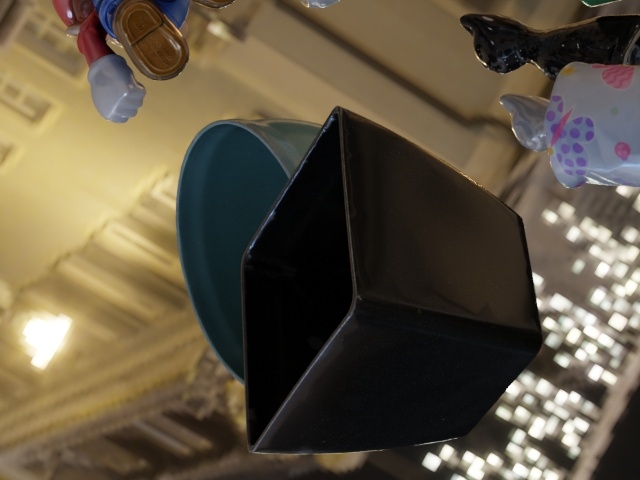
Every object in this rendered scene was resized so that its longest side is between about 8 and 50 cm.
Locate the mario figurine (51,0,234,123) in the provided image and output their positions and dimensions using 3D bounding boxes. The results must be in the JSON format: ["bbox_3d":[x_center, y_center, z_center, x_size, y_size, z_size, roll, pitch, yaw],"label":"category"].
[{"bbox_3d":[-0.155,-0.226,1.727,0.198,0.170,0.320,-19,-163,-14],"label":"mario figurine"}]

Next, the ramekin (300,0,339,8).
[{"bbox_3d":[-0.011,-0.373,2.068,0.109,0.207,0.207,-32,-166,-3],"label":"ramekin"}]

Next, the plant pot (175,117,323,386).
[{"bbox_3d":[0.000,0.000,1.866,0.293,0.196,0.293,29,-55,51],"label":"plant pot"}]

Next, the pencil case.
[{"bbox_3d":[0.327,-0.095,1.466,0.124,0.273,0.113,-14,105,-60],"label":"pencil case"}]

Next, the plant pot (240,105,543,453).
[{"bbox_3d":[0.055,0.044,1.270,0.188,0.167,0.187,122,-27,-43],"label":"plant pot"}]

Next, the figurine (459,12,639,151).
[{"bbox_3d":[0.266,-0.158,1.859,0.209,0.215,0.092,14,-120,36],"label":"figurine"}]

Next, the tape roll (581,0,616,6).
[{"bbox_3d":[0.272,-0.399,1.757,0.077,0.321,0.321,-11,-144,21],"label":"tape roll"}]
